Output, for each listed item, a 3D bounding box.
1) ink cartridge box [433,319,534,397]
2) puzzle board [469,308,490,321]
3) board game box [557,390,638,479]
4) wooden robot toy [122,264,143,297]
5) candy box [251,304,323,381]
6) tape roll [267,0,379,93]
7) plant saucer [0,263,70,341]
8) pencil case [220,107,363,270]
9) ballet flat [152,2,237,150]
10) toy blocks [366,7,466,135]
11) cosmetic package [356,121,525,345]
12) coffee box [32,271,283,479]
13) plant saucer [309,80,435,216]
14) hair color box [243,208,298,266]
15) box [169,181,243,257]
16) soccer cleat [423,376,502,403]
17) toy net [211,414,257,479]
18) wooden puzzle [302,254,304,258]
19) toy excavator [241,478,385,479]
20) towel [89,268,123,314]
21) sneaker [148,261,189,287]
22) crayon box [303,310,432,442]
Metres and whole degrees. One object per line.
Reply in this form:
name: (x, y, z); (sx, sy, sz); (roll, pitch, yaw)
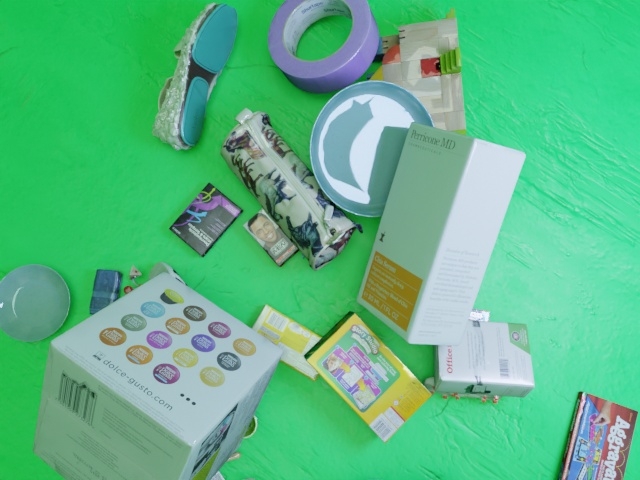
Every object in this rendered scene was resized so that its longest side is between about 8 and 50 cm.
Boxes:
ink cartridge box: (0.383, 0.281, 1.444); (0.219, 0.092, 0.160); (4, 58, 1)
puzzle board: (0.360, 0.216, 1.530); (0.128, 0.011, 0.096); (11, 83, 1)
board game box: (0.669, 0.527, 1.466); (0.145, 0.027, 0.281); (19, 77, 1)
wooden robot toy: (-0.456, 0.153, 1.515); (0.079, 0.076, 0.173); (11, 83, -9)
candy box: (-0.076, 0.257, 1.518); (0.206, 0.027, 0.105); (30, 85, 4)
tape roll: (0.007, -0.520, 1.544); (0.275, 0.090, 0.275); (-6, 73, 19)
plant saucer: (-0.725, 0.158, 1.529); (0.195, 0.037, 0.195); (0, 83, 0)
pencil case: (-0.080, -0.129, 1.484); (0.160, 0.183, 0.410); (-34, 80, -27)
ballet flat: (-0.342, -0.435, 1.564); (0.147, 0.147, 0.409); (17, 83, 2)
toy blocks: (0.227, -0.395, 1.545); (0.261, 0.191, 0.381); (-5, 84, 11)
cosmetic package: (0.260, -0.016, 1.366); (0.161, 0.230, 0.453); (9, 103, -31)
coffee box: (-0.340, 0.336, 1.272); (0.337, 0.334, 0.338); (31, 122, 13)
plant saucer: (0.125, -0.215, 1.434); (0.317, 0.044, 0.317); (-2, 98, -13)
hair color box: (-0.125, -0.007, 1.543); (0.072, 0.043, 0.141); (-42, 84, 0)
box: (-0.296, -0.053, 1.559); (0.116, 0.029, 0.162); (39, 86, 5)
soccer cleat: (0.354, 0.352, 1.491); (0.196, 0.068, 0.076); (6, 57, 5)
toy net: (-0.250, 0.507, 1.477); (0.122, 0.045, 0.232); (29, 84, 4)
wooden puzzle: (0.000, 0.000, 1.560); (0.116, 0.014, 0.078); (-18, 79, -2)
toy excavator: (0.067, 0.651, 1.381); (0.433, 0.445, 0.222); (5, 90, -38)
towel: (-0.547, 0.133, 1.535); (0.067, 0.029, 0.119); (7, 83, 1)
sneaker: (-0.344, 0.147, 1.513); (0.079, 0.121, 0.217); (-48, 50, 6)
crayon box: (0.114, 0.327, 1.466); (0.165, 0.081, 0.278); (-43, 90, -7)
